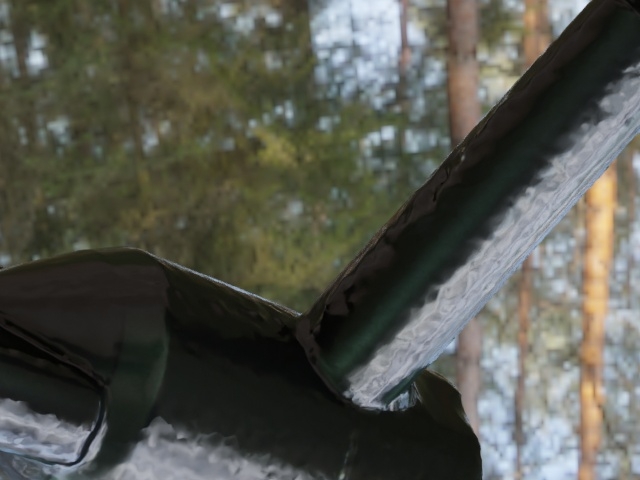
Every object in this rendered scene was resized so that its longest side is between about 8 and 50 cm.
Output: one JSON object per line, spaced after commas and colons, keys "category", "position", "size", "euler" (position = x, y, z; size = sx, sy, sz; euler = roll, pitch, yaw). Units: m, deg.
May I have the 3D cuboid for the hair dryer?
{"category": "hair dryer", "position": [0.000, 0.000, 0.611], "size": [0.244, 0.302, 0.116], "euler": [25, -156, -38]}
